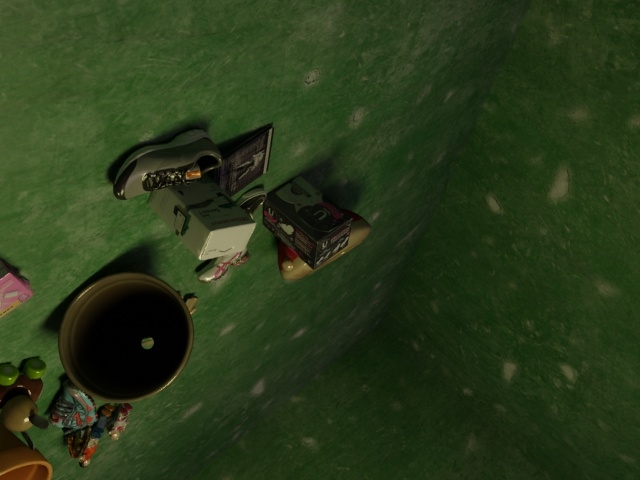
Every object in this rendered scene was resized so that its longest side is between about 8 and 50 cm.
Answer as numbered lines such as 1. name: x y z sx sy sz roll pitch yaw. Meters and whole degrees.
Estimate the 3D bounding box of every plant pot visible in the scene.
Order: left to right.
1. plant pot: -0.868 0.592 1.481 0.290 0.203 0.291 -39 156 -21
2. plant pot: -0.490 0.266 1.562 0.323 0.323 0.280 -42 173 -14

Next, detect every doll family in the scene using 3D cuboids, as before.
1. doll family: -0.742 0.629 1.920 0.163 0.118 0.263 -62 172 16

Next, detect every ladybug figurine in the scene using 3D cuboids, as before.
1. ladybug figurine: 0.000 0.000 2.071 0.305 0.162 0.449 -35 175 35

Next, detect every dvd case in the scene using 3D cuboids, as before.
1. dvd case: -0.209 -0.202 1.583 0.221 0.018 0.165 -42 158 -38

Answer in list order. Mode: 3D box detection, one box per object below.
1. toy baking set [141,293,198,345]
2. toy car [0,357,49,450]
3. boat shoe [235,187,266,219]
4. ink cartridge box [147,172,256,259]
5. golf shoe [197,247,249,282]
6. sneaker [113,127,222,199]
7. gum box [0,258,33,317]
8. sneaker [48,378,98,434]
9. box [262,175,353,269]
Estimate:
1. toy baking set: -0.497 0.256 1.836 0.256 0.030 0.197 -46 154 -6
2. toy car: -0.736 0.419 1.456 0.155 0.188 0.149 -56 156 19
3. boat shoe: -0.234 -0.067 1.724 0.219 0.070 0.078 -41 157 -16
4. ink cartridge box: -0.289 -0.065 1.437 0.160 0.219 0.093 -15 141 -53
5. golf shoe: -0.311 0.060 1.820 0.186 0.067 0.086 -35 127 -27
6. sneaker: -0.344 -0.164 1.330 0.271 0.108 0.100 -33 155 -29
7. gum box: -0.702 0.122 1.204 0.188 0.062 0.107 -40 156 -18
8. sneaker: -0.728 0.496 1.708 0.125 0.104 0.262 -30 151 -32
9. box: -0.043 -0.062 1.844 0.163 0.247 0.142 -35 154 -29
